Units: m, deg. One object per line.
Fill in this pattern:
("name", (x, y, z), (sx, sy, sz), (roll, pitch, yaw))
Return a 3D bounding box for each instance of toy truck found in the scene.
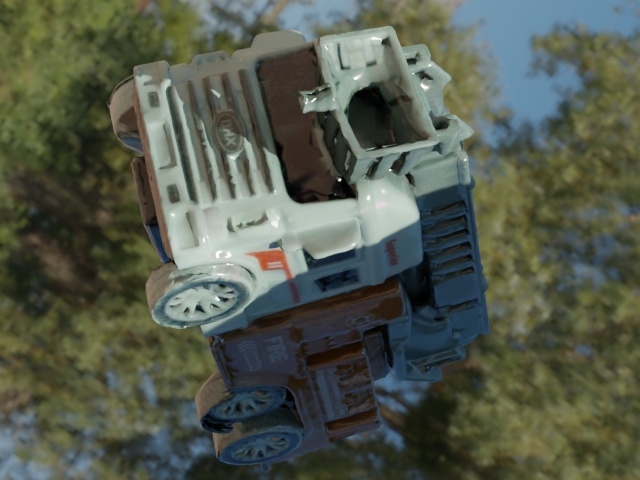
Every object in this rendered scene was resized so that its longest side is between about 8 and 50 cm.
("toy truck", (0.000, 0.000, 0.817), (0.338, 0.184, 0.133), (78, -3, -62))
